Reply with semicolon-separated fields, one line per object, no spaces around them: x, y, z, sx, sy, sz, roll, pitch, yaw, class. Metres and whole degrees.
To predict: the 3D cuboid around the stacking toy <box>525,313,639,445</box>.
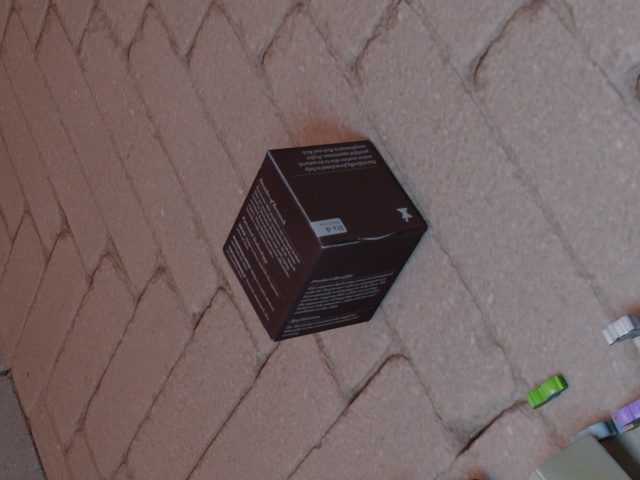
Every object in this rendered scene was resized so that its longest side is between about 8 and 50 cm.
0.310;0.193;1.164;0.221;0.052;0.167;-51;56;49;stacking toy

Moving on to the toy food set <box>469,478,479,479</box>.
0.127;0.385;1.413;0.232;0.111;0.104;-26;74;23;toy food set

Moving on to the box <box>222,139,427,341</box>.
0.000;0.000;1.470;0.167;0.168;0.203;59;141;30;box

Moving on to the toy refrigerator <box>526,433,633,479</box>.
0.313;0.339;1.113;0.269;0.094;0.102;51;147;26;toy refrigerator
